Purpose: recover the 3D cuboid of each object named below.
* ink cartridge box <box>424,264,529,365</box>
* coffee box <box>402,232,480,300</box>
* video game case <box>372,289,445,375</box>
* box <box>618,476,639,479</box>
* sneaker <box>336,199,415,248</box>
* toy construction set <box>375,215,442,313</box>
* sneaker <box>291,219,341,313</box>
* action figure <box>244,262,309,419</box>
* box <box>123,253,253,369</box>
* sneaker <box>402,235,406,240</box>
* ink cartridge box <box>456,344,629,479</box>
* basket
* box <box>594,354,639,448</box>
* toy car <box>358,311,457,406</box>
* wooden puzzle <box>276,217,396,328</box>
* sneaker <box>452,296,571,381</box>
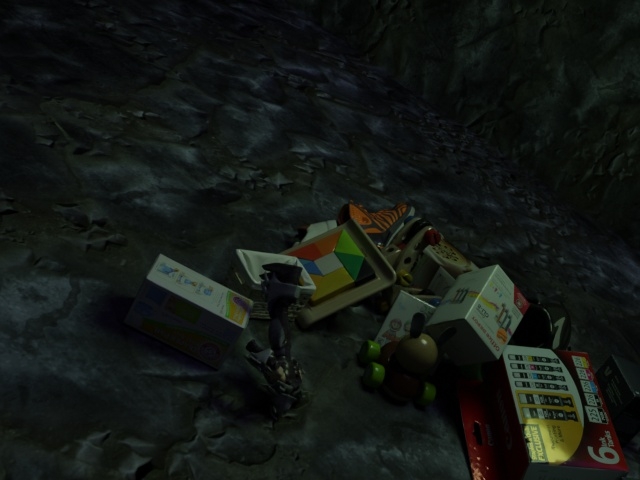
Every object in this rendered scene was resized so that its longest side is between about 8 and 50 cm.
[{"bbox_3d":[0.340,0.165,1.835,0.128,0.127,0.176,50,55,-15],"label":"ink cartridge box"},{"bbox_3d":[0.340,0.116,2.218,0.168,0.118,0.297,-2,40,-49],"label":"coffee box"},{"bbox_3d":[0.215,0.208,1.902,0.157,0.143,0.019,27,5,-4],"label":"video game case"},{"bbox_3d":[0.583,0.588,1.565,0.059,0.183,0.232,14,30,-26],"label":"box"},{"bbox_3d":[0.146,-0.060,2.322,0.180,0.124,0.321,33,26,2],"label":"sneaker"},{"bbox_3d":[0.189,0.116,1.997,0.237,0.257,0.308,-20,54,-24],"label":"toy construction set"},{"bbox_3d":[-0.007,0.068,2.005,0.123,0.105,0.290,-5,39,-1],"label":"sneaker"},{"bbox_3d":[-0.078,0.191,1.580,0.099,0.284,0.185,-2,-17,8],"label":"action figure"},{"bbox_3d":[-0.244,0.134,1.585,0.203,0.114,0.103,27,25,-7],"label":"box"},{"bbox_3d":[0.306,0.010,2.419,0.161,0.075,0.057,43,29,24],"label":"sneaker"},{"bbox_3d":[0.442,0.373,1.740,0.272,0.130,0.309,6,39,-7],"label":"ink cartridge box"},{"bbox_3d":[-0.115,0.098,1.798,0.167,0.103,0.113,9,33,-38],"label":"basket"},{"bbox_3d":[0.733,0.397,2.087,0.093,0.158,0.156,22,28,-17],"label":"box"},{"bbox_3d":[0.196,0.232,1.785,0.155,0.188,0.149,22,27,-17],"label":"toy car"},{"bbox_3d":[0.018,0.064,1.892,0.239,0.044,0.221,-28,49,-9],"label":"wooden puzzle"},{"bbox_3d":[0.513,0.239,2.060,0.483,0.202,0.185,-14,66,-52],"label":"sneaker"}]
